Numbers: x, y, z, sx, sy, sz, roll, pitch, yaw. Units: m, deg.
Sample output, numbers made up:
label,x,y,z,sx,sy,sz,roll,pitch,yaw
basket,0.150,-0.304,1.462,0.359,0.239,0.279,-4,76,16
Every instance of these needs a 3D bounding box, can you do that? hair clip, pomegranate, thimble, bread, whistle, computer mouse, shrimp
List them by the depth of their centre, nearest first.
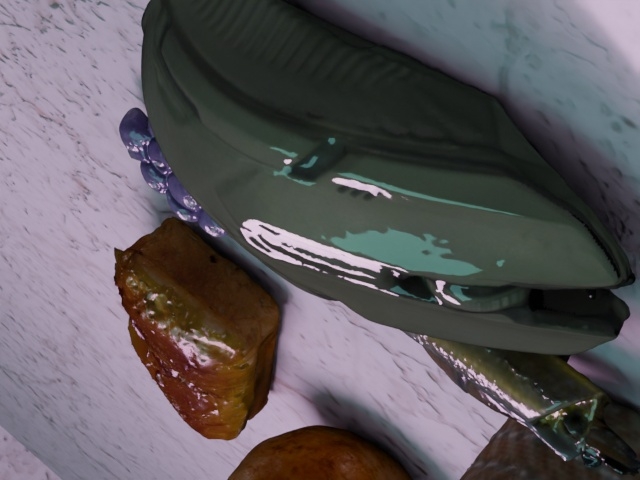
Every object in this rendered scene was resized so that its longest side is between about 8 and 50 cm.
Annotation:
label,x,y,z,sx,sy,sz,roll,pitch,yaw
computer mouse,0.018,-0.038,1.280,0.429,0.145,0.228,30,156,25
whistle,0.087,0.052,1.387,0.326,0.057,0.068,39,132,33
shrimp,0.156,0.081,1.419,0.254,0.059,0.145,31,144,43
thimble,0.226,0.234,1.491,0.229,0.148,0.196,33,160,24
hair clip,-0.095,-0.061,1.582,0.195,0.052,0.124,18,138,38
bread,-0.138,0.105,1.931,0.185,0.109,0.380,36,162,9
pomegranate,-0.002,0.318,1.979,0.248,0.248,0.248,34,160,14

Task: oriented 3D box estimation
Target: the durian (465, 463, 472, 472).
label,x,y,z,sx,sy,sz,roll,pitch,yaw
durian,0.153,0.256,1.796,0.052,0.066,0.130,33,150,17
